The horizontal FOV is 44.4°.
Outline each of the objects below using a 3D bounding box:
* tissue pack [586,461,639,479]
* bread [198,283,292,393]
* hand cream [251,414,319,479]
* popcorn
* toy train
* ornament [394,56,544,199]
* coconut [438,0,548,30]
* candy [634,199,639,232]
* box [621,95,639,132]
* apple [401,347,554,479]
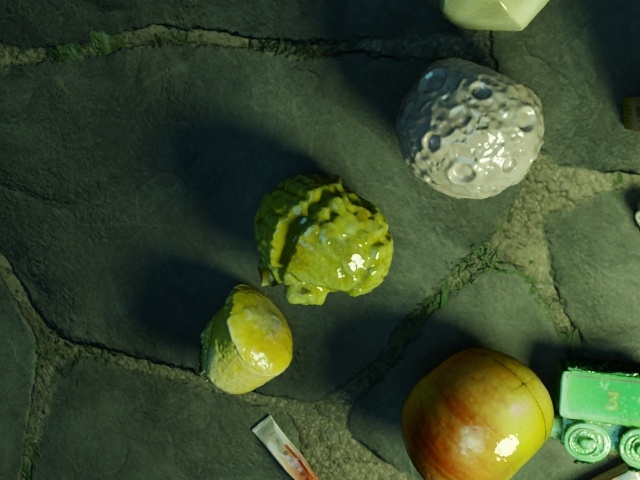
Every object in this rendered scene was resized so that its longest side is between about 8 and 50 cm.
[{"bbox_3d":[0.584,0.511,1.546,0.148,0.060,0.108,-33,91,17],"label":"tissue pack"},{"bbox_3d":[-0.154,0.203,1.596,0.170,0.197,0.197,-39,91,24],"label":"bread"},{"bbox_3d":[-0.061,0.479,1.710,0.052,0.038,0.216,-40,87,-10],"label":"hand cream"},{"bbox_3d":[0.000,0.000,1.495,0.271,0.224,0.257,-12,106,9],"label":"popcorn"},{"bbox_3d":[0.552,0.325,1.483,0.243,0.132,0.188,5,95,12],"label":"toy train"},{"bbox_3d":[0.259,-0.189,1.376,0.260,0.259,0.225,25,101,7],"label":"ornament"},{"bbox_3d":[0.298,-0.456,1.338,0.202,0.202,0.222,44,106,1],"label":"coconut"},{"bbox_3d":[0.658,-0.095,1.408,0.094,0.051,0.226,38,110,-8],"label":"candy"},{"bbox_3d":[0.605,-0.216,1.280,0.175,0.260,0.062,-6,100,14],"label":"box"},{"bbox_3d":[0.289,0.337,1.469,0.233,0.286,0.286,46,109,20],"label":"apple"}]
